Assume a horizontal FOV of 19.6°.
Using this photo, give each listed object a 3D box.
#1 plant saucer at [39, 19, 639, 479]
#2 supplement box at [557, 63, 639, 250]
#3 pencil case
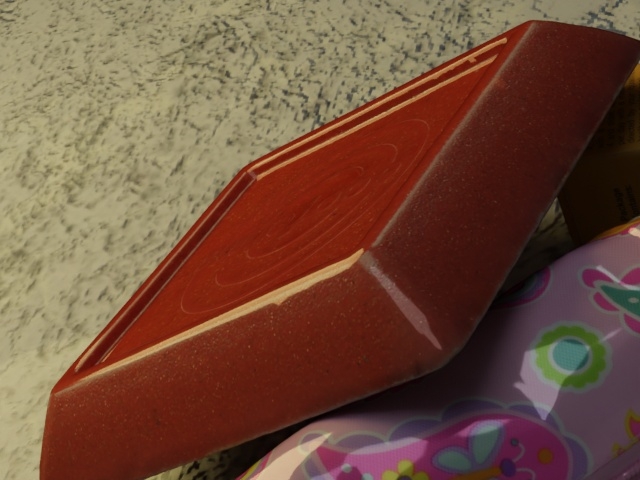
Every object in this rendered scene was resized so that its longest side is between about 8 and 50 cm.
[{"bbox_3d":[0.000,0.000,0.852,0.258,0.047,0.259,-25,20,40],"label":"plant saucer"},{"bbox_3d":[0.228,-0.051,0.876,0.233,0.078,0.080,-11,39,16],"label":"supplement box"},{"bbox_3d":[0.063,0.103,0.746,0.284,0.124,0.124,-31,38,-11],"label":"pencil case"}]
